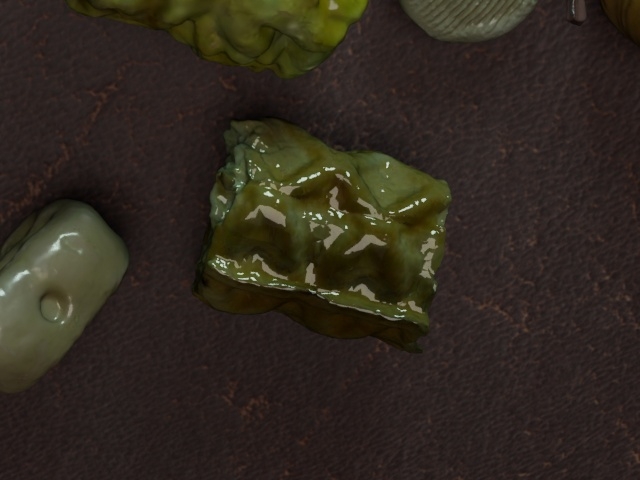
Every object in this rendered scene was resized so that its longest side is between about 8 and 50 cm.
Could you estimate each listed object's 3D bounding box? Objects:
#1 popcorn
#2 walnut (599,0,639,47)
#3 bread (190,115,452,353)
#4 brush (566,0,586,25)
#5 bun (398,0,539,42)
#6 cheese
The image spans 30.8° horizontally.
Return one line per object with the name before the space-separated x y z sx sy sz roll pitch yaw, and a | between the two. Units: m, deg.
popcorn | -0.074 -0.295 1.054 0.312 0.312 0.312 -2 110 -5
walnut | 0.384 -0.282 1.148 0.195 0.195 0.222 31 103 -16
bread | 0.001 -0.002 1.210 0.252 0.196 0.238 9 108 -6
brush | 0.262 -0.362 1.135 0.084 0.071 0.301 1 96 -45
bun | 0.154 -0.290 1.162 0.173 0.113 0.166 -27 134 16
cheese | -0.300 0.065 1.197 0.117 0.218 0.235 42 122 -14
